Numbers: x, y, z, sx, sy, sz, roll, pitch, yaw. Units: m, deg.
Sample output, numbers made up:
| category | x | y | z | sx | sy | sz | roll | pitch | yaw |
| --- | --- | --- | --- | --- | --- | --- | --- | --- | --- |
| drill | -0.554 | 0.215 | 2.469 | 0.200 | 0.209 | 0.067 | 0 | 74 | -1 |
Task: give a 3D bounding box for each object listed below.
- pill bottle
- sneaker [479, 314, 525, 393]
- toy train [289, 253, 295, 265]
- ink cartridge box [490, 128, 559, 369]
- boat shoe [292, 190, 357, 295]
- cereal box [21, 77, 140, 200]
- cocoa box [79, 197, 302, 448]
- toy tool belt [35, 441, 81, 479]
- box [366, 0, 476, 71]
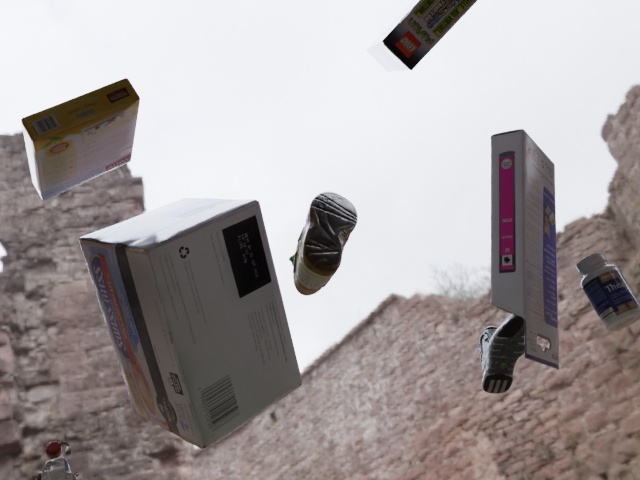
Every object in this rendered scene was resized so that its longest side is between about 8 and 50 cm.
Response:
| category | x | y | z | sx | sy | sz | roll | pitch | yaw |
| --- | --- | --- | --- | --- | --- | --- | --- | --- | --- |
| pill bottle | 0.471 | 0.082 | 1.147 | 0.067 | 0.120 | 0.067 | -17 | -28 | -9 |
| sneaker | 0.390 | 0.213 | 1.523 | 0.086 | 0.132 | 0.229 | 8 | -55 | -6 |
| toy train | -0.028 | 0.055 | 1.219 | 0.023 | 0.083 | 0.017 | -34 | -30 | 1 |
| ink cartridge box | 0.342 | 0.019 | 1.159 | 0.069 | 0.371 | 0.175 | -9 | -19 | 33 |
| boat shoe | 0.000 | 0.000 | 0.649 | 0.050 | 0.135 | 0.045 | 29 | -57 | -3 |
| cereal box | -0.387 | -0.159 | 1.135 | 0.173 | 0.047 | 0.240 | -30 | -6 | -26 |
| cocoa box | -0.216 | 0.123 | 1.188 | 0.231 | 0.227 | 0.348 | -27 | -68 | -39 |
| toy tool belt | -0.329 | 0.300 | 0.876 | 0.052 | 0.083 | 0.051 | -11 | -50 | -21 |
| box | 0.101 | -0.214 | 0.664 | 0.036 | 0.207 | 0.114 | 42 | -80 | -9 |
